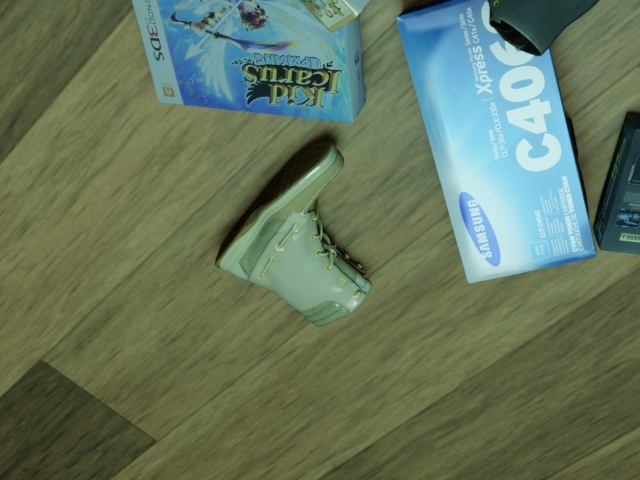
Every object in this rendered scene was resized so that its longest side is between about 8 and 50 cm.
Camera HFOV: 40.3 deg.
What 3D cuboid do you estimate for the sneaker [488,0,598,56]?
[{"bbox_3d":[0.192,-0.303,0.943,0.118,0.083,0.222,-47,67,2],"label":"sneaker"}]

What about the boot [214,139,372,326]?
[{"bbox_3d":[0.000,0.000,1.216,0.203,0.095,0.262,35,121,-14],"label":"boot"}]

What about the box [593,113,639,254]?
[{"bbox_3d":[0.495,-0.063,1.137,0.233,0.059,0.183,6,122,3],"label":"box"}]

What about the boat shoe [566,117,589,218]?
[{"bbox_3d":[0.310,-0.070,1.159,0.072,0.068,0.189,-6,111,25],"label":"boat shoe"}]

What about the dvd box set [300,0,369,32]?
[{"bbox_3d":[-0.044,-0.454,0.833,0.420,0.307,0.062,43,158,-18],"label":"dvd box set"}]

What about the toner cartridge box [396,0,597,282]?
[{"bbox_3d":[0.220,-0.132,1.071,0.165,0.075,0.347,-13,106,18],"label":"toner cartridge box"}]

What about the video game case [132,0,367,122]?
[{"bbox_3d":[-0.089,-0.265,1.023,0.270,0.061,0.244,8,134,18],"label":"video game case"}]
